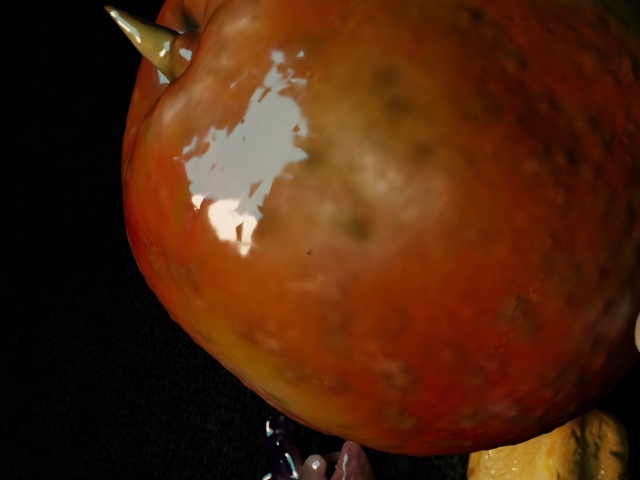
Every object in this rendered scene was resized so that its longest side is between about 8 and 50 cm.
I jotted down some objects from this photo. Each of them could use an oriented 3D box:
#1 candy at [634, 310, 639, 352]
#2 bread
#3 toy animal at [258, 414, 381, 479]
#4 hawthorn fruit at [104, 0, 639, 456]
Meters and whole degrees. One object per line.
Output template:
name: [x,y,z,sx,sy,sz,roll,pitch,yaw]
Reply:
candy: [0.326,0.053,0.391,0.321,0.179,0.135,26,98,48]
bread: [0.149,0.212,0.607,0.114,0.083,0.211,-11,53,54]
toy animal: [0.018,0.299,0.750,0.195,0.090,0.324,122,141,-55]
hawthorn fruit: [0.032,-0.060,0.600,0.403,0.403,0.402,-23,58,43]
